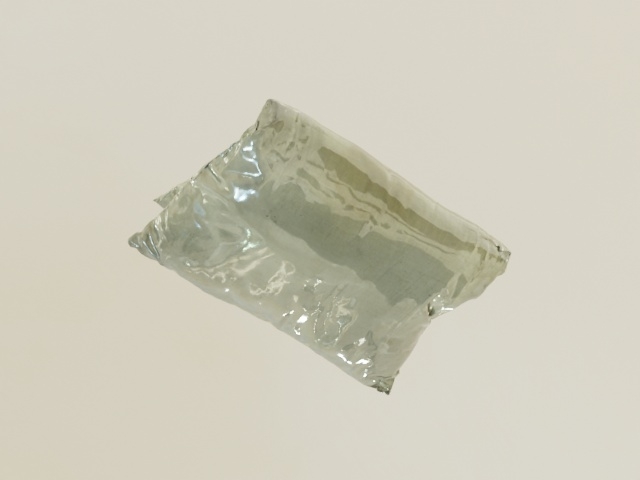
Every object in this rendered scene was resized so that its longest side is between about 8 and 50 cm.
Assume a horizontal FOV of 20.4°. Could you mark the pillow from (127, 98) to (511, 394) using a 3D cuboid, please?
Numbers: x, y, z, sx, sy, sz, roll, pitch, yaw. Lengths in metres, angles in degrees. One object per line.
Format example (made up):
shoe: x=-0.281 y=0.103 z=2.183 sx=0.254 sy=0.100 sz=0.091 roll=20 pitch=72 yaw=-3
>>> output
pillow: x=0.000 y=0.000 z=1.001 sx=0.181 sy=0.134 sz=0.078 roll=29 pitch=-133 yaw=-19
